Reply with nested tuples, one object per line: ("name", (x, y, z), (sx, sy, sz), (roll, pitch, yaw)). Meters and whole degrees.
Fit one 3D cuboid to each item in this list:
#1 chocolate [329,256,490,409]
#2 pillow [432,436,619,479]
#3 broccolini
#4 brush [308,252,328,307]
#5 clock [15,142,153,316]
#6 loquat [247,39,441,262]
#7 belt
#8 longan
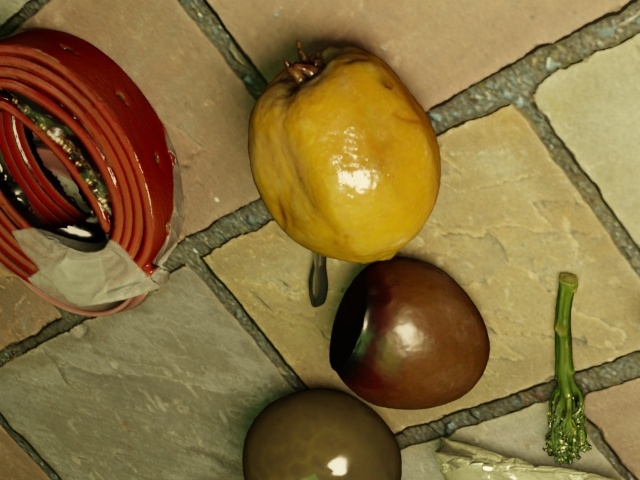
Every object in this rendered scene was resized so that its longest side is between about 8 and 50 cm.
("chocolate", (0.100, 0.102, 1.512), (0.177, 0.177, 0.176), (16, 131, 20))
("pillow", (0.252, 0.292, 1.618), (0.230, 0.050, 0.148), (9, 151, 28))
("broccolini", (0.265, 0.137, 1.510), (0.054, 0.051, 0.239), (19, 127, 35))
("brush", (0.000, 0.000, 1.574), (0.063, 0.016, 0.193), (18, 131, 20))
("clock", (-0.302, -0.010, 1.723), (0.244, 0.056, 0.244), (17, 132, 20))
("loquat", (0.024, -0.088, 1.379), (0.187, 0.176, 0.234), (-13, 106, 37))
("belt", (-0.283, -0.074, 1.566), (0.227, 0.115, 0.324), (-29, 98, 22))
("longan", (0.002, 0.271, 1.673), (0.198, 0.198, 0.212), (14, 136, 21))
